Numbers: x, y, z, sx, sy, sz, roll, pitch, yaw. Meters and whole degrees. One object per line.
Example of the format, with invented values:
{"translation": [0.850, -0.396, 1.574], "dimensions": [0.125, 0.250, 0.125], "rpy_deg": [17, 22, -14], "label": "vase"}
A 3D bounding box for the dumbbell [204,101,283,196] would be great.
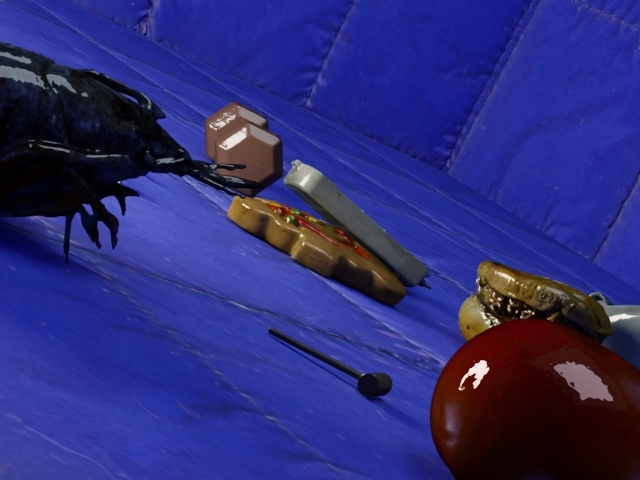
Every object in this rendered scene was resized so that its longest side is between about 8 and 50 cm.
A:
{"translation": [-0.098, -0.117, 2.444], "dimensions": [0.092, 0.082, 0.231], "rpy_deg": [28, 7, -11], "label": "dumbbell"}

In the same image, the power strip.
{"translation": [0.045, -0.011, 2.246], "dimensions": [0.227, 0.029, 0.080], "rpy_deg": [41, -10, -17], "label": "power strip"}

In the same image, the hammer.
{"translation": [0.005, 0.095, 1.567], "dimensions": [0.110, 0.019, 0.035], "rpy_deg": [28, 6, 19], "label": "hammer"}

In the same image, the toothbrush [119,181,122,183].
{"translation": [-0.231, -0.096, 2.024], "dimensions": [0.017, 0.022, 0.204], "rpy_deg": [7, 14, -23], "label": "toothbrush"}

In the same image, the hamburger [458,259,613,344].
{"translation": [0.226, 0.095, 2.095], "dimensions": [0.177, 0.113, 0.185], "rpy_deg": [15, 6, -40], "label": "hamburger"}

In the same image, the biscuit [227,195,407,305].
{"translation": [0.000, 0.000, 2.149], "dimensions": [0.212, 0.041, 0.239], "rpy_deg": [26, 8, -2], "label": "biscuit"}

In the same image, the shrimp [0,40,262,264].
{"translation": [-0.224, -0.085, 1.444], "dimensions": [0.372, 0.137, 0.172], "rpy_deg": [22, 26, -34], "label": "shrimp"}

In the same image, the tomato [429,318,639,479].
{"translation": [0.171, 0.137, 1.399], "dimensions": [0.195, 0.136, 0.195], "rpy_deg": [28, 7, -4], "label": "tomato"}

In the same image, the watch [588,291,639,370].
{"translation": [0.410, 0.138, 2.265], "dimensions": [0.241, 0.162, 0.253], "rpy_deg": [7, -9, 15], "label": "watch"}
